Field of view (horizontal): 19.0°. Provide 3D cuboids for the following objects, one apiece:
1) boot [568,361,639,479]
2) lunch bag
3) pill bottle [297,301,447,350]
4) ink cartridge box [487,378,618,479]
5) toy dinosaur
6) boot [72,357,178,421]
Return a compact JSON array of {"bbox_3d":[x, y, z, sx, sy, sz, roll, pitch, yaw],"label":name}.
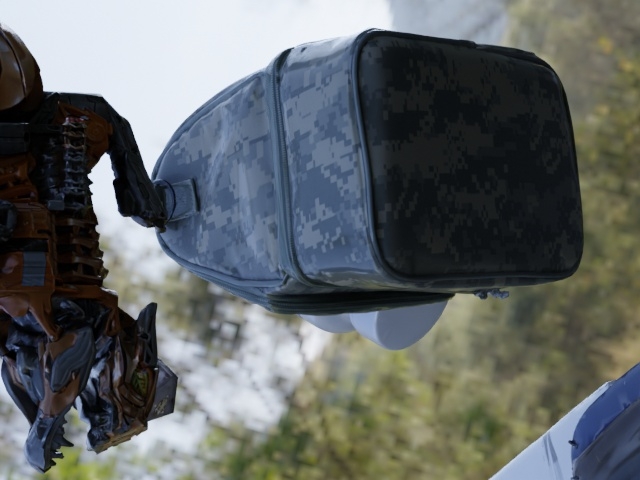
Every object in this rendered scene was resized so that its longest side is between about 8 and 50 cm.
[{"bbox_3d":[0.205,0.175,1.292,0.219,0.082,0.106,-56,35,38],"label":"boot"},{"bbox_3d":[0.039,-0.046,1.593,0.305,0.256,0.212,-1,-96,-49],"label":"lunch bag"},{"bbox_3d":[0.000,0.000,1.937,0.152,0.272,0.152,-29,-46,-34],"label":"pill bottle"},{"bbox_3d":[0.298,0.297,1.702,0.395,0.166,0.285,121,137,-66],"label":"ink cartridge box"},{"bbox_3d":[-0.196,-0.040,0.871,0.218,0.322,0.164,-23,-30,-27],"label":"toy dinosaur"},{"bbox_3d":[-0.177,0.140,1.744,0.037,0.114,0.106,18,-70,-41],"label":"boot"}]
